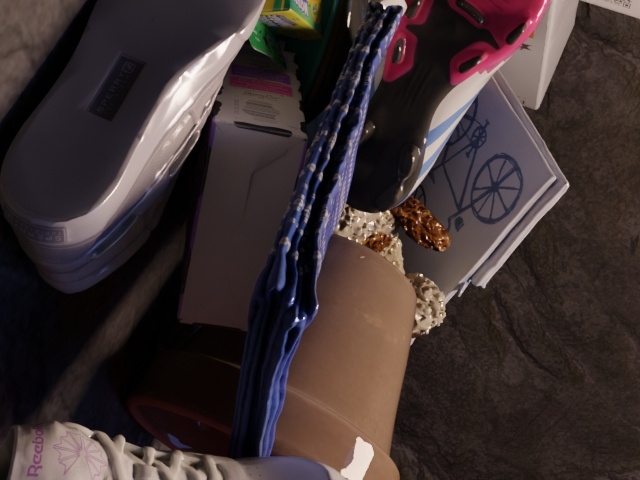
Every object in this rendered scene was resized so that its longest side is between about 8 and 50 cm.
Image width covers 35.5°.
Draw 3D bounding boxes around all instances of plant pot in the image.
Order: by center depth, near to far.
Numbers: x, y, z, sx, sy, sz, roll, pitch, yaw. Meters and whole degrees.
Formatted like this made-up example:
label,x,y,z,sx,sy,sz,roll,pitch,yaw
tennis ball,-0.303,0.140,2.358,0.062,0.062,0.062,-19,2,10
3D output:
label,x,y,z,sx,sy,sz,roll,pitch,yaw
plant pot,-0.019,0.122,0.964,0.263,0.263,0.229,86,28,-63

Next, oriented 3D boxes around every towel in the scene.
label,x,y,z,sx,sy,sz,roll,pitch,yaw
towel,0.000,0.000,0.768,0.243,0.040,0.336,103,5,-47

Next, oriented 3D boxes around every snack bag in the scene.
label,x,y,z,sx,sy,sz,roll,pitch,yaw
snack bag,0.150,-0.053,1.298,0.342,0.037,0.323,-54,-144,29

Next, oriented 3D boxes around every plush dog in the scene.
label,x,y,z,sx,sy,sz,roll,pitch,yaw
plush dog,0.019,0.000,1.139,0.225,0.263,0.210,108,-25,-60

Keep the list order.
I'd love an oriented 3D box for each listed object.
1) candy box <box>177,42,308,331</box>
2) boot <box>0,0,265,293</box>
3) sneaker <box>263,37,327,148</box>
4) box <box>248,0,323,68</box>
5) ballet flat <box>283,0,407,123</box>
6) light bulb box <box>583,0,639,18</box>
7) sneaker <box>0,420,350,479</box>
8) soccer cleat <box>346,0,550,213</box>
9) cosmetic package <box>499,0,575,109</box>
label,x,y,z,sx,sy,sz,roll,pitch,yaw
candy box,-0.064,-0.051,0.792,0.196,0.070,0.164,-98,-161,-61
boot,-0.119,-0.087,0.659,0.258,0.095,0.123,-58,174,-25
sneaker,-0.039,-0.142,0.969,0.073,0.063,0.162,-49,150,-28
box,-0.029,-0.223,0.744,0.105,0.043,0.179,-2,93,-77
ballet flat,0.030,-0.235,0.857,0.095,0.096,0.280,-141,-124,-63
light bulb box,0.383,-0.538,1.394,0.358,0.361,0.225,86,28,-64
sneaker,-0.122,0.180,0.624,0.114,0.305,0.152,-112,-162,-50
soccer cleat,0.109,-0.175,0.958,0.331,0.116,0.143,-56,-176,28
cosmetic package,0.230,-0.346,1.369,0.453,0.230,0.161,40,71,-76
